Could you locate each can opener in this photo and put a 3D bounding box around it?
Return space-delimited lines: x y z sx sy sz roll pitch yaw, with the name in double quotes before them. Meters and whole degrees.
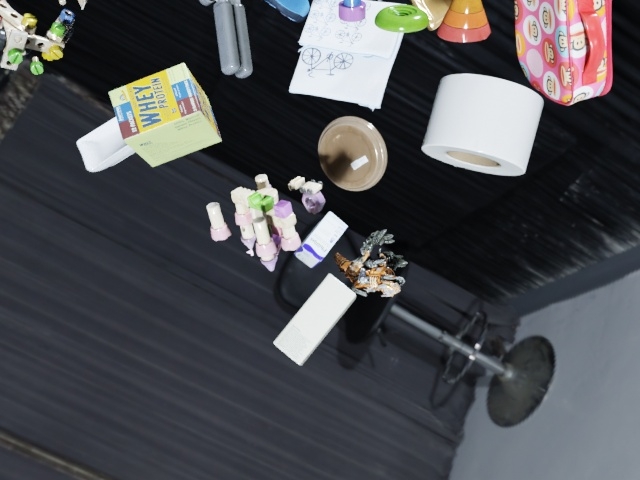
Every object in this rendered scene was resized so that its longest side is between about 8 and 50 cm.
"can opener" -0.217 -0.494 1.481 0.095 0.076 0.283 -15 80 41

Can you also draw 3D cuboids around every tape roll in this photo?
"tape roll" 0.372 -0.263 1.536 0.246 0.246 0.169 -165 90 -78

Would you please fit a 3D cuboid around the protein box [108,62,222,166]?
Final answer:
"protein box" -0.380 -0.306 1.653 0.200 0.135 0.201 -21 -13 2

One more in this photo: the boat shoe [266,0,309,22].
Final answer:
"boat shoe" -0.144 -0.669 1.764 0.109 0.258 0.089 -40 -3 -11

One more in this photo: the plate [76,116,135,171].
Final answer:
"plate" -0.573 -0.308 1.956 0.278 0.045 0.277 -34 36 -8

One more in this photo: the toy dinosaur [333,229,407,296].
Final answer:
"toy dinosaur" 0.159 0.083 2.216 0.218 0.322 0.164 -46 -32 -20

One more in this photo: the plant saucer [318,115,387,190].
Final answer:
"plant saucer" 0.107 -0.307 2.395 0.278 0.278 0.041 -53 -10 34

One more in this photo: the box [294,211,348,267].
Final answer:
"box" 0.000 0.000 1.923 0.137 0.072 0.126 -51 2 -17

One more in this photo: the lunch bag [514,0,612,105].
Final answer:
"lunch bag" 0.493 -0.428 1.334 0.120 0.293 0.258 -17 31 -2

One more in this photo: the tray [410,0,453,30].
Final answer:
"tray" 0.294 -0.846 1.935 0.203 0.411 0.076 -36 15 8

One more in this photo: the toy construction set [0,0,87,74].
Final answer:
"toy construction set" -0.772 -0.584 1.835 0.309 0.257 0.237 -33 53 14

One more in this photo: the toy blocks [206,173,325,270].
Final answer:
"toy blocks" -0.166 -0.040 2.223 0.289 0.260 0.309 17 42 39

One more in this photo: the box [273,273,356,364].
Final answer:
"box" -0.015 0.243 2.035 0.275 0.113 0.094 -49 -11 -8

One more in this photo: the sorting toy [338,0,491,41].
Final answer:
"sorting toy" 0.210 -0.546 1.503 0.127 0.366 0.126 -51 -30 -44

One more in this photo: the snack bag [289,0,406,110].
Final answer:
"snack bag" 0.077 -0.583 2.036 0.037 0.323 0.342 37 -110 -68
